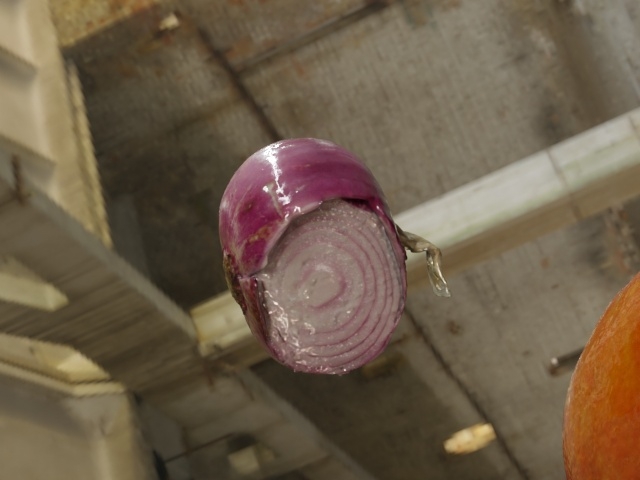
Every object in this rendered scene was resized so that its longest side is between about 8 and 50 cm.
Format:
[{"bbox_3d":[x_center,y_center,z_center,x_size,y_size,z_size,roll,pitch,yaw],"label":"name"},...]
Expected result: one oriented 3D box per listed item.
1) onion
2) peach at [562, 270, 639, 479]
[{"bbox_3d":[-0.013,0.006,1.032,0.207,0.201,0.200,46,-160,-37],"label":"onion"},{"bbox_3d":[0.369,0.142,0.963,0.290,0.373,0.372,64,-173,26],"label":"peach"}]
